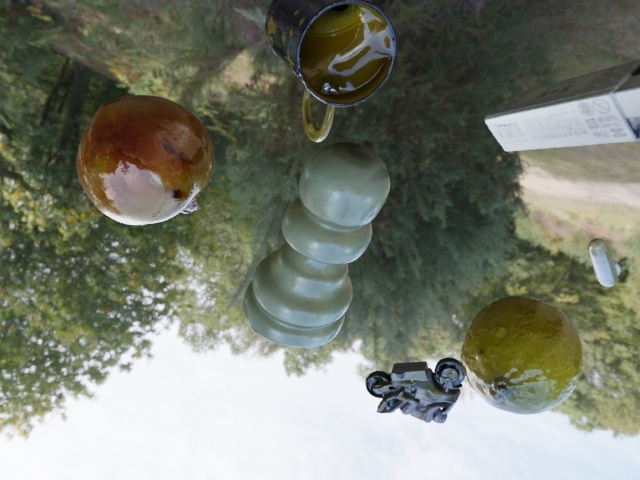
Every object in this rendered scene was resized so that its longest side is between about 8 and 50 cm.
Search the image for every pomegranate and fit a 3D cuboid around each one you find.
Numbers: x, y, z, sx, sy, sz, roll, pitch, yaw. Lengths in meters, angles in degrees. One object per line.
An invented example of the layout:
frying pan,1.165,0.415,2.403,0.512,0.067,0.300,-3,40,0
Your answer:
pomegranate,-0.279,-0.124,0.803,0.209,0.209,0.209,20,-171,-3

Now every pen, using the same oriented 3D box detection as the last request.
pen,0.442,0.035,0.790,0.032,0.040,0.233,48,-170,34

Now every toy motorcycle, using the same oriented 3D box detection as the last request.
toy motorcycle,0.217,0.335,1.106,0.225,0.152,0.073,-18,-167,22

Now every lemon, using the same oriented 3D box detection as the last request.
lemon,0.345,0.196,0.878,0.192,0.192,0.231,24,-144,22

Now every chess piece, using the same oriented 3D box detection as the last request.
chess piece,0.000,0.000,0.798,0.183,0.330,0.182,14,-144,-10

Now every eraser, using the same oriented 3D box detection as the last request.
eraser,0.459,-0.231,0.893,0.098,0.096,0.404,51,170,-16

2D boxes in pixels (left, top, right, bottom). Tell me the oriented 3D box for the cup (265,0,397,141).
cup,-0.018,-0.342,0.960,0.179,0.255,0.256,25,-161,-34
